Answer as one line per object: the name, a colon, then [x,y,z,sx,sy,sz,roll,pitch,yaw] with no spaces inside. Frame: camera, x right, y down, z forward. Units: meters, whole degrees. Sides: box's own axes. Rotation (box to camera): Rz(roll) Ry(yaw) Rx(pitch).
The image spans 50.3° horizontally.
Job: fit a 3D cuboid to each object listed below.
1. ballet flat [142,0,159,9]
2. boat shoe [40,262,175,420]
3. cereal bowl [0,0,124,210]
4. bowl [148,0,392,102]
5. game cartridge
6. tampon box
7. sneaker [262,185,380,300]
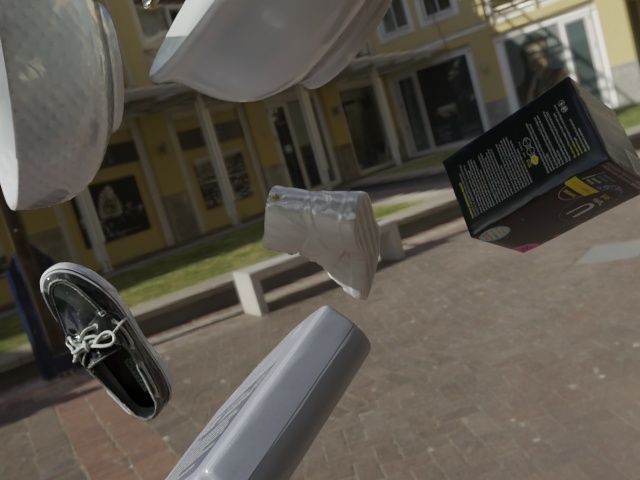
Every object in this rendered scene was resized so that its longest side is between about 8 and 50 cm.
ballet flat: [-0.323,-0.551,1.434,0.057,0.173,0.049,7,-25,32]
boat shoe: [-0.366,0.173,1.139,0.113,0.306,0.105,-31,7,7]
cereal bowl: [-0.333,-0.209,0.837,0.141,0.339,0.339,-11,4,-29]
bowl: [-0.022,-0.235,0.625,0.298,0.134,0.298,-44,26,28]
game cartridge: [-0.067,0.167,0.546,0.198,0.062,0.297,-46,-2,-36]
tampon box: [0.239,-0.071,0.727,0.120,0.101,0.161,13,-37,-44]
sneaker: [0.000,0.000,1.072,0.169,0.108,0.292,9,-26,15]
